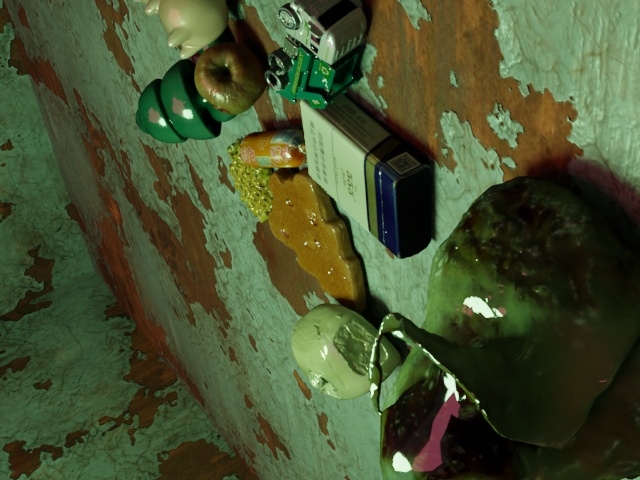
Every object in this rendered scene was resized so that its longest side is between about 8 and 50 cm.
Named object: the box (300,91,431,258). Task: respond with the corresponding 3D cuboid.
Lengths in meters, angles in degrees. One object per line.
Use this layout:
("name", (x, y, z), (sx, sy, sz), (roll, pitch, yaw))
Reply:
("box", (0.069, -0.107, 1.589), (0.259, 0.071, 0.168), (44, 153, 38))

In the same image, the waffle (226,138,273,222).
("waffle", (-0.136, -0.121, 2.094), (0.191, 0.038, 0.191), (48, 155, 32))

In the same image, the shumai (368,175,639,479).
("shumai", (0.213, 0.165, 1.214), (0.395, 0.348, 0.395), (48, 159, 26))

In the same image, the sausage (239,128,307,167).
("sausage", (-0.073, -0.164, 1.850), (0.234, 0.071, 0.071), (7, 122, 65))

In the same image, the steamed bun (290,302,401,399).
("steamed bun", (0.028, 0.214, 1.913), (0.170, 0.152, 0.239), (46, 163, -14))

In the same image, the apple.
("apple", (-0.159, -0.289, 1.831), (0.126, 0.126, 0.102), (59, -177, 9))

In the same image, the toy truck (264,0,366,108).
("toy truck", (0.003, -0.274, 1.504), (0.116, 0.110, 0.216), (43, 154, 13))

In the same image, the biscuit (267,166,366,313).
("biscuit", (0.000, 0.000, 1.919), (0.306, 0.043, 0.284), (58, 156, 5))

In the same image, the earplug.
("earplug", (-0.259, -0.294, 1.999), (0.257, 0.280, 0.163), (32, -143, -55))

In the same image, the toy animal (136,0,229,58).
("toy animal", (-0.255, -0.452, 1.809), (0.250, 0.154, 0.166), (53, 180, 12))
